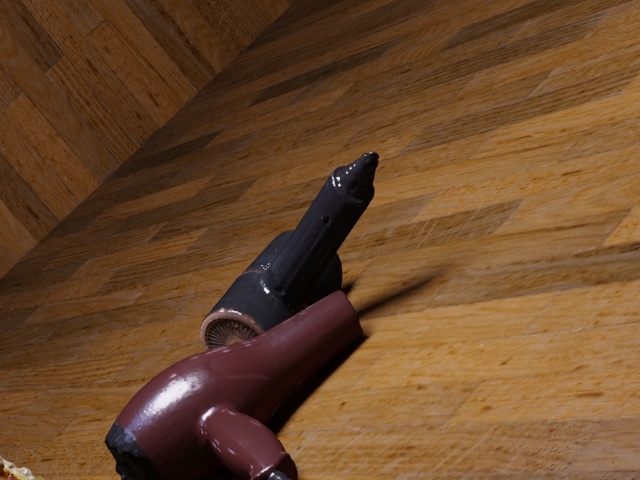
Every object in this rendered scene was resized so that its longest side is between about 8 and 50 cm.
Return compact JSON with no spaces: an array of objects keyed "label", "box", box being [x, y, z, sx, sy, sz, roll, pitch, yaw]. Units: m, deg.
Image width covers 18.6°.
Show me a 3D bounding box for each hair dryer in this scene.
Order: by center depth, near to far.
[{"label":"hair dryer","box":[-0.043,0.183,2.000,0.312,0.123,0.340,-32,23,-15]},{"label":"hair dryer","box":[0.000,0.000,2.195,0.189,0.107,0.352,-51,-2,-45]}]

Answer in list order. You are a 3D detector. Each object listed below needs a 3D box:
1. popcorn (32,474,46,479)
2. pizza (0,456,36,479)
[{"label":"popcorn","box":[-0.327,0.337,1.949,0.184,0.204,0.221,113,179,-71]},{"label":"pizza","box":[-0.260,0.327,1.806,0.228,0.290,0.081,-1,-16,6]}]
